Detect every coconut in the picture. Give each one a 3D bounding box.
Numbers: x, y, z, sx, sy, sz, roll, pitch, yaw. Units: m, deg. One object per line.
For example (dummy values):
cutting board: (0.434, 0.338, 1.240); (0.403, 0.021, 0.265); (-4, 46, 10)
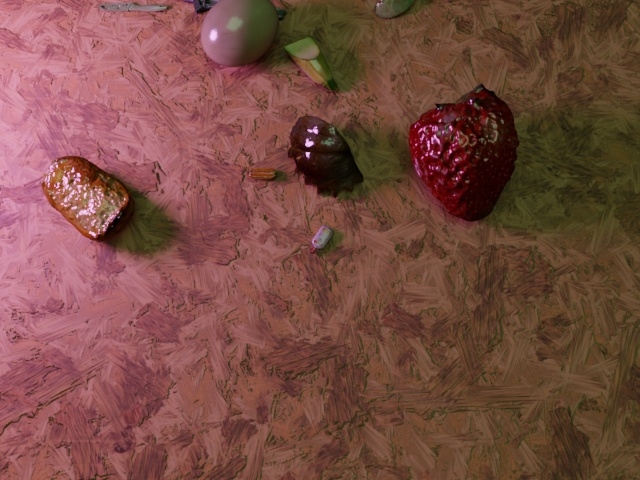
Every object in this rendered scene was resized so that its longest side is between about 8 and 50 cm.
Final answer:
coconut: (0.228, -0.745, 1.943); (0.133, 0.055, 0.158); (1, 79, 0)

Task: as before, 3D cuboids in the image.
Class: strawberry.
strawberry: (0.393, -0.233, 1.725); (0.291, 0.292, 0.310); (-23, 73, -6)

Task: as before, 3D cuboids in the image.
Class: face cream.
face cream: (0.000, 0.000, 1.789); (0.040, 0.021, 0.083); (33, 79, 6)

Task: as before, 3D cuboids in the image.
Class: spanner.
spanner: (-0.264, -0.701, 1.936); (0.325, 0.026, 0.093); (9, 77, -1)

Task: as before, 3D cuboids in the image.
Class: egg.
egg: (-0.224, -0.594, 1.830); (0.241, 0.186, 0.186); (-36, 81, -14)

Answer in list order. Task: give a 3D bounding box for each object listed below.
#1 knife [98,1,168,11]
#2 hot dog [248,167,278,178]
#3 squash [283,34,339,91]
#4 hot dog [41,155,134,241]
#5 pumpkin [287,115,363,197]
knife: (-0.556, -0.694, 1.930); (0.207, 0.014, 0.030); (-1, 79, -1)
hot dog: (-0.161, -0.187, 1.827); (0.083, 0.021, 0.037); (4, 57, 2)
squash: (-0.015, -0.508, 1.873); (0.090, 0.075, 0.200); (-35, 81, -35)
hot dog: (-0.623, -0.115, 1.754); (0.259, 0.114, 0.175); (40, 84, 9)
pumpkin: (-0.002, -0.229, 1.779); (0.254, 0.149, 0.130); (40, 72, 6)
